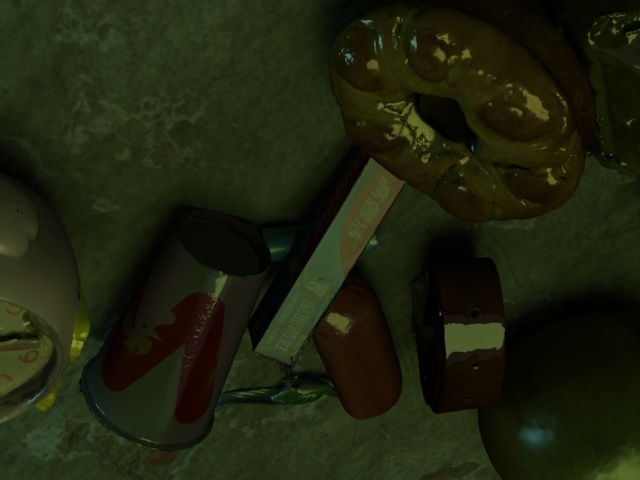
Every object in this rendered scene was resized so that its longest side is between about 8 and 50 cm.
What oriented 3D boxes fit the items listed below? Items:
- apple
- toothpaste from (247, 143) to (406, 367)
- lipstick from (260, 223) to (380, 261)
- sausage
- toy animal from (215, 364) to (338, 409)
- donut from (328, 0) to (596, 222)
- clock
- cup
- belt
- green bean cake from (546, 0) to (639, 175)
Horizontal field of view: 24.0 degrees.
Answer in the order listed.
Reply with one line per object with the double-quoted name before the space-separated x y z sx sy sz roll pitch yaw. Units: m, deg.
"apple" 0.408 0.280 2.198 0.338 0.305 0.338 -8 137 -7
"toothpaste" 0.009 0.013 1.944 0.066 0.076 0.320 23 111 -20
"lipstick" 0.000 0.000 2.008 0.157 0.048 0.048 -5 135 -8
"sausage" 0.046 0.141 2.114 0.113 0.114 0.259 -16 137 4
"toy animal" -0.066 0.217 2.221 0.216 0.041 0.075 -4 137 -3
"donut" 0.162 -0.163 1.726 0.299 0.150 0.317 4 138 32
"clock" -0.495 0.054 1.811 0.376 0.251 0.368 9 133 -30
"cup" -0.182 0.111 1.996 0.203 0.203 0.288 13 124 -24
"belt" 0.190 0.129 2.087 0.105 0.184 0.261 -7 146 -5
"green bean cake" 0.437 -0.222 1.774 0.310 0.202 0.285 -17 138 5
